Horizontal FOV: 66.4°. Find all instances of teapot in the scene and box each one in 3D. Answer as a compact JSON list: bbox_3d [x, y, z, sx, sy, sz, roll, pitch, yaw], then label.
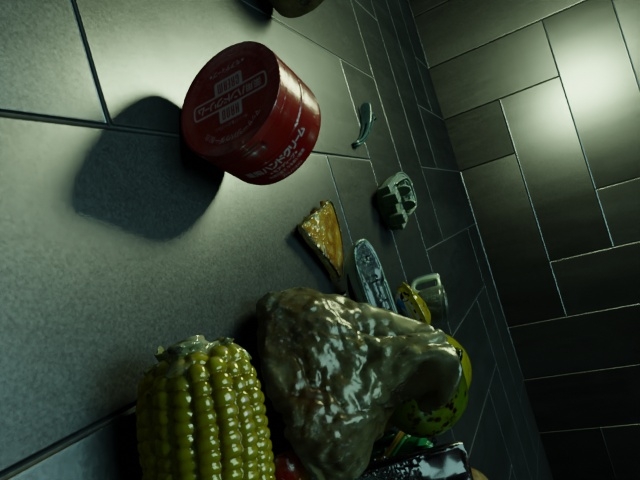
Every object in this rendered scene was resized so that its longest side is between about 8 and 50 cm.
[{"bbox_3d":[0.322,0.174,1.460,0.111,0.108,0.149,30,54,-79],"label":"teapot"}]

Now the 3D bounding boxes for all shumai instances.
[{"bbox_3d":[0.065,0.179,0.747,0.314,0.262,0.267,61,13,-1],"label":"shumai"}]

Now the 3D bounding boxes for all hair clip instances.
[{"bbox_3d":[0.135,-0.339,1.490,0.070,0.039,0.229,57,31,-32],"label":"hair clip"}]

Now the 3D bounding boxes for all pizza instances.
[{"bbox_3d":[0.000,0.000,1.019,0.176,0.036,0.184,-3,79,-62],"label":"pizza"}]

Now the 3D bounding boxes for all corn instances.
[{"bbox_3d":[-0.107,0.294,0.515,0.144,0.144,0.387,-1,78,-63],"label":"corn"}]

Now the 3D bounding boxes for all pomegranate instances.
[{"bbox_3d":[0.170,0.294,0.945,0.198,0.246,0.198,21,25,-10],"label":"pomegranate"}]

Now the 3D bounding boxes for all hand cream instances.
[{"bbox_3d":[-0.105,-0.189,0.751,0.125,0.193,0.193,25,53,-55],"label":"hand cream"}]

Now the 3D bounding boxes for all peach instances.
[{"bbox_3d":[-0.043,0.332,0.720,0.083,0.050,0.077,57,29,-22],"label":"peach"}]

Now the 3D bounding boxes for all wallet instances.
[{"bbox_3d":[0.151,0.476,0.817,0.071,0.262,0.221,127,-48,-70],"label":"wallet"}]

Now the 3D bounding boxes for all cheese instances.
[{"bbox_3d":[0.261,0.220,1.342,0.156,0.064,0.250,50,-15,57],"label":"cheese"}]

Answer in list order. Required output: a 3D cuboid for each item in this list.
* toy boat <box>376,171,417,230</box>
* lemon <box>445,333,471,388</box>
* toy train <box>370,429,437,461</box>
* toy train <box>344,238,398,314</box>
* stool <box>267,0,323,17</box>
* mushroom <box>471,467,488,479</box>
[{"bbox_3d":[0.256,-0.141,1.544,0.141,0.092,0.319,68,25,-14],"label":"toy boat"},{"bbox_3d":[0.278,0.329,1.208,0.248,0.184,0.184,-33,105,-60],"label":"lemon"},{"bbox_3d":[0.171,0.438,0.975,0.228,0.136,0.091,-6,80,-62],"label":"toy train"},{"bbox_3d":[0.126,0.197,1.080,0.086,0.088,0.407,-20,93,-44],"label":"toy train"},{"bbox_3d":[-0.103,-0.631,1.037,0.264,0.179,0.179,25,52,-56],"label":"stool"},{"bbox_3d":[0.245,0.531,0.981,0.156,0.285,0.151,23,27,-4],"label":"mushroom"}]
